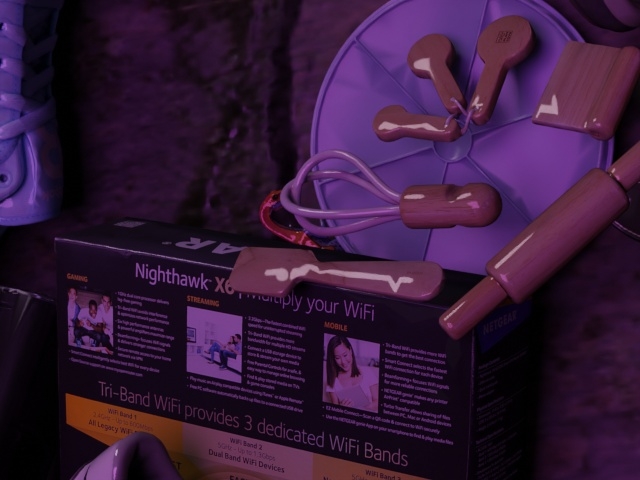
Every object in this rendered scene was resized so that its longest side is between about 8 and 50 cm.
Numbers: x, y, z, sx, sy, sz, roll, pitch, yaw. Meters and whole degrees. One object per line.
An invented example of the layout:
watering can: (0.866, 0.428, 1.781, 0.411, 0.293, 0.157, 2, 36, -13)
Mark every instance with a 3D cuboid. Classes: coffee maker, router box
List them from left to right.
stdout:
coffee maker: (-0.219, 0.120, 1.199, 0.120, 0.171, 0.178, 13, 73, 10)
router box: (-0.024, 0.127, 1.134, 0.308, 0.081, 0.243, 10, 107, 31)

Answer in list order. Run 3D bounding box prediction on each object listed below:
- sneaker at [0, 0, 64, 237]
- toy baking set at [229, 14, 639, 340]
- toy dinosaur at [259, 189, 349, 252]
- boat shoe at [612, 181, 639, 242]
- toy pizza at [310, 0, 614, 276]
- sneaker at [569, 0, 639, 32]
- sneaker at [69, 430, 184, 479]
sneaker: (-0.226, -0.088, 1.279, 0.150, 0.135, 0.366, 30, 108, 9)
toy baking set: (0.075, -0.029, 1.039, 0.256, 0.030, 0.197, -45, 44, -6)
toy dinosaur: (0.000, 0.000, 1.154, 0.082, 0.090, 0.047, 18, 116, -13)
boat shoe: (0.228, -0.011, 1.024, 0.152, 0.049, 0.056, 12, 96, 32)
toy pizza: (0.087, -0.060, 1.118, 0.201, 0.032, 0.201, -1, 88, 27)
sneaker: (0.112, -0.187, 1.089, 0.118, 0.083, 0.222, -43, 58, 29)
sneaker: (-0.034, 0.246, 1.044, 0.330, 0.122, 0.146, 41, 126, 15)
